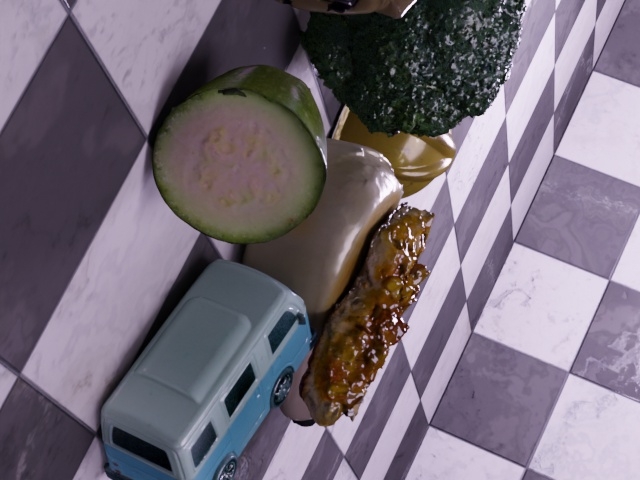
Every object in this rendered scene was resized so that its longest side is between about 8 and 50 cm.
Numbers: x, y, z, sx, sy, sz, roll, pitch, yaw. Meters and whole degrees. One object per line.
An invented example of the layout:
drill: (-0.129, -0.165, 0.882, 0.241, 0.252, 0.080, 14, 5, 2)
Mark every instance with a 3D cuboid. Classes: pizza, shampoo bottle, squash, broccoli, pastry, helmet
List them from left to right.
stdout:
squash: (-0.069, -0.095, 1.469, 0.123, 0.170, 0.170, -71, 173, -52)
shampoo bottle: (-0.017, 0.175, 2.150, 0.127, 0.078, 0.257, -56, 162, -39)
pastry: (-0.001, 0.002, 1.854, 0.265, 0.133, 0.265, -58, 163, -29)
pizza: (0.068, 0.088, 1.823, 0.305, 0.085, 0.161, -61, 168, -18)
helmet: (0.112, -0.133, 2.055, 0.257, 0.140, 0.205, -14, 125, -68)
broccoli: (0.096, -0.242, 1.733, 0.270, 0.270, 0.270, -63, -163, -16)

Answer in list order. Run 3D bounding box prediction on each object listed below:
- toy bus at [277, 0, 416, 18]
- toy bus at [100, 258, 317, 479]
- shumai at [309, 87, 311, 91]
toy bus: (0.038, -0.356, 1.441, 0.139, 0.157, 0.289, -49, 156, -49)
toy bus: (-0.121, 0.144, 1.657, 0.271, 0.133, 0.165, -55, 156, -31)
shumai: (-0.041, -0.135, 1.692, 0.080, 0.082, 0.083, 58, 13, -29)
